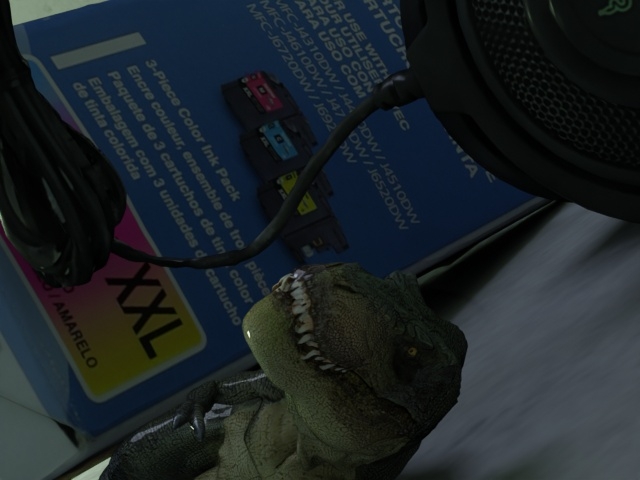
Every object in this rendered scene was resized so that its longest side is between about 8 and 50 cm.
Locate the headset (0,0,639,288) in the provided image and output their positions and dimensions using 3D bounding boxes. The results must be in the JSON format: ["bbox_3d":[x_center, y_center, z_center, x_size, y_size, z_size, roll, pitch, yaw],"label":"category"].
[{"bbox_3d":[0.079,-0.099,0.475,0.394,0.185,0.243,-25,3,2],"label":"headset"}]

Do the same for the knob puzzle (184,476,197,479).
[{"bbox_3d":[-0.132,0.144,0.690,0.213,0.030,0.213,-36,2,2],"label":"knob puzzle"}]

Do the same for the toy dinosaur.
[{"bbox_3d":[-0.030,0.067,0.433,0.118,0.064,0.268,-34,-3,-12],"label":"toy dinosaur"}]

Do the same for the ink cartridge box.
[{"bbox_3d":[-0.072,0.002,0.727,0.270,0.151,0.395,-33,-6,41],"label":"ink cartridge box"}]
